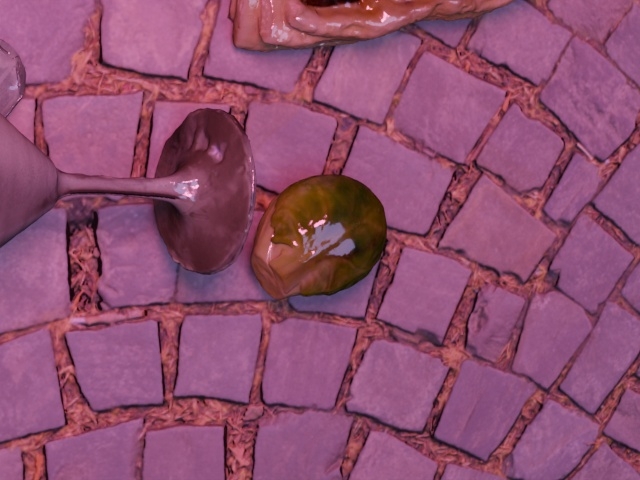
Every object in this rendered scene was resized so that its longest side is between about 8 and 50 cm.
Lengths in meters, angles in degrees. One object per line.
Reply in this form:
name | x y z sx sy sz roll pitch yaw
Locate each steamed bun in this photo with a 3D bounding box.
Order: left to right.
steamed bun | 0.101 -0.370 2.031 0.427 0.189 0.247 -14 106 -20

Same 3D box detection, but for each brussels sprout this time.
brussels sprout | -0.003 -0.004 2.133 0.180 0.144 0.161 -26 153 -28

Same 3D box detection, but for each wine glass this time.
wine glass | -0.288 -0.063 1.883 0.406 0.267 0.267 2 108 -43

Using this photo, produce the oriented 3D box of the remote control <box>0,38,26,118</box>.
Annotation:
remote control | -0.439 -0.131 1.927 0.104 0.052 0.247 39 87 -35
